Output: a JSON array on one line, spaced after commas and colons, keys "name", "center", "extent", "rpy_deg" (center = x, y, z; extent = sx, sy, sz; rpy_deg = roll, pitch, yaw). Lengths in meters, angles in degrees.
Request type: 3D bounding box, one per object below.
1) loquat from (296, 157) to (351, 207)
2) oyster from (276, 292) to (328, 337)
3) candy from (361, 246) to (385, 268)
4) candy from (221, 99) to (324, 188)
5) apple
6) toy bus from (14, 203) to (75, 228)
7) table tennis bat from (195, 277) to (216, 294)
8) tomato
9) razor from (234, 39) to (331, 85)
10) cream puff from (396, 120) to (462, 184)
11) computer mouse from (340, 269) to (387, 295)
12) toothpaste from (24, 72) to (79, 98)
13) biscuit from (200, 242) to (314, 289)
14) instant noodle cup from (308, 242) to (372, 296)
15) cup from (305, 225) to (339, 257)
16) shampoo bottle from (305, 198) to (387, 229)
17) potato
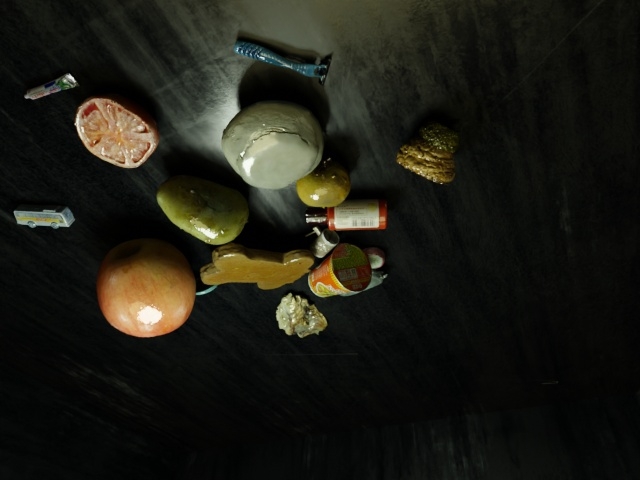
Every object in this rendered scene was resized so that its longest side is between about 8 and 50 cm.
[{"name": "loquat", "center": [0.009, -0.173, 1.423], "extent": [0.172, 0.149, 0.204], "rpy_deg": [-14, 158, -7]}, {"name": "oyster", "center": [-0.101, 0.365, 2.037], "extent": [0.201, 0.107, 0.354], "rpy_deg": [-18, 133, 16]}, {"name": "candy", "center": [0.200, 0.069, 1.743], "extent": [0.103, 0.043, 0.103], "rpy_deg": [2, 136, 2]}, {"name": "candy", "center": [-0.137, -0.286, 1.289], "extent": [0.296, 0.185, 0.295], "rpy_deg": [-10, 137, -10]}, {"name": "apple", "center": [-0.652, 0.164, 1.686], "extent": [0.364, 0.364, 0.364], "rpy_deg": [2, 137, 2]}, {"name": "toy bus", "center": [-1.012, -0.092, 1.646], "extent": [0.191, 0.064, 0.075], "rpy_deg": [1, 125, 2]}, {"name": "table tennis bat", "center": [-0.515, 0.185, 1.876], "extent": [0.201, 0.124, 0.033], "rpy_deg": [4, 120, 31]}, {"name": "tomato", "center": [-0.591, -0.335, 1.333], "extent": [0.237, 0.095, 0.236], "rpy_deg": [4, 134, 4]}, {"name": "razor", "center": [-0.101, -0.477, 1.185], "extent": [0.253, 0.042, 0.082], "rpy_deg": [14, 137, -10]}, {"name": "cream puff", "center": [0.335, -0.270, 1.310], "extent": [0.183, 0.183, 0.169], "rpy_deg": [19, 109, -16]}, {"name": "computer mouse", "center": [0.163, 0.157, 1.821], "extent": [0.229, 0.068, 0.113], "rpy_deg": [-25, 151, 20]}, {"name": "toothpaste", "center": [-0.775, -0.437, 1.285], "extent": [0.170, 0.028, 0.045], "rpy_deg": [-13, 141, 12]}, {"name": "biscuit", "center": [-0.242, 0.097, 1.703], "extent": [0.394, 0.076, 0.368], "rpy_deg": [4, 156, -28]}, {"name": "instant noodle cup", "center": [0.059, 0.129, 1.718], "extent": [0.193, 0.193, 0.212], "rpy_deg": [28, 147, -24]}, {"name": "cup", "center": [0.000, 0.006, 1.667], "extent": [0.102, 0.074, 0.099], "rpy_deg": [26, 133, -21]}, {"name": "shampoo bottle", "center": [0.086, -0.088, 1.539], "extent": [0.278, 0.104, 0.104], "rpy_deg": [-1, 137, 5]}, {"name": "potato", "center": [-0.387, -0.105, 1.487], "extent": [0.307, 0.210, 0.173], "rpy_deg": [25, 157, -17]}]
